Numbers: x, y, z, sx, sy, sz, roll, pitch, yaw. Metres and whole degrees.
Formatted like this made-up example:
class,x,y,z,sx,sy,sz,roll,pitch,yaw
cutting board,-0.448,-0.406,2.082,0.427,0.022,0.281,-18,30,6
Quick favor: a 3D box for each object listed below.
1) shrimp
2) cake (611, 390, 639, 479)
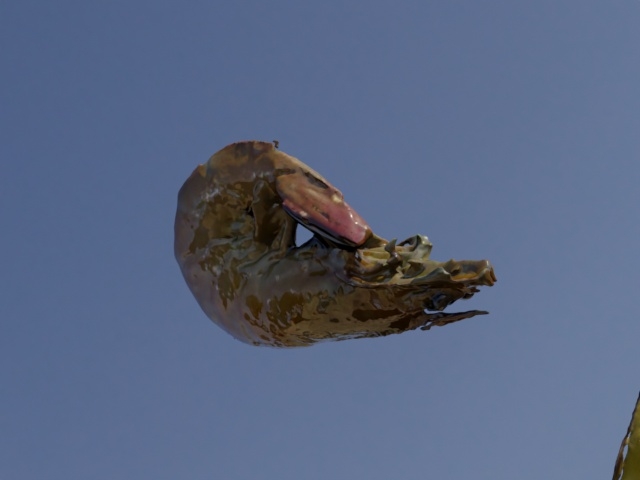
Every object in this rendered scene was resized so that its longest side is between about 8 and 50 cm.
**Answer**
class,x,y,z,sx,sy,sz,roll,pitch,yaw
shrimp,0.000,0.000,1.261,0.287,0.152,0.063,-5,12,44
cake,0.149,0.063,0.663,0.080,0.184,0.116,28,-49,-36
